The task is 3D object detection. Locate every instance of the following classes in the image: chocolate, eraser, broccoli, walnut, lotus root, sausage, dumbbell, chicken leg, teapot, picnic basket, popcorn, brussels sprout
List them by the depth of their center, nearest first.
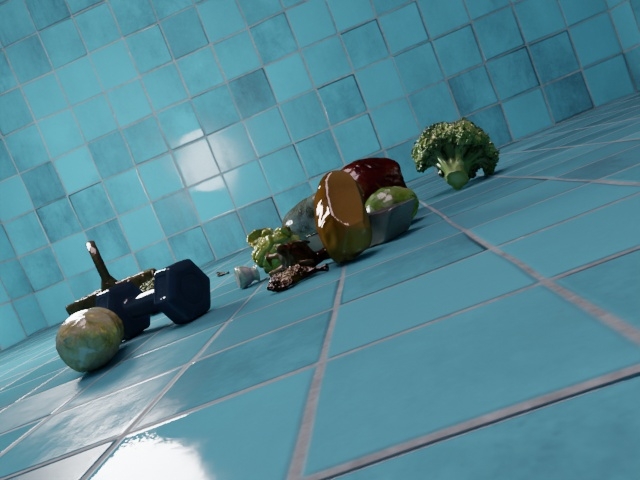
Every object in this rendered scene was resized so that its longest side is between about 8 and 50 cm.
[{"bbox_3d":[-0.508,0.217,1.281,0.134,0.134,0.309,-24,2,-17],"label":"chocolate"},{"bbox_3d":[-0.053,0.078,1.285,0.144,0.038,0.062,-24,27,-16],"label":"chicken leg"},{"bbox_3d":[0.048,-0.054,1.332,0.120,0.136,0.241,-2,45,-10],"label":"sausage"},{"bbox_3d":[-0.429,0.155,1.462,0.316,0.144,0.156,-19,6,33],"label":"dumbbell"},{"bbox_3d":[0.091,-0.018,1.474,0.111,0.078,0.352,-23,4,-44],"label":"eraser"},{"bbox_3d":[0.189,-0.088,1.550,0.155,0.118,0.155,-32,4,3],"label":"brussels sprout"},{"bbox_3d":[-0.204,0.102,1.610,0.064,0.064,0.083,-16,-29,-18],"label":"teapot"},{"bbox_3d":[-0.127,0.028,1.617,0.162,0.136,0.141,5,-18,-3],"label":"popcorn"},{"bbox_3d":[0.146,-0.124,1.775,0.268,0.244,0.222,-14,40,-20],"label":"walnut"},{"bbox_3d":[-0.544,0.185,1.901,0.120,0.130,0.131,17,-37,-11],"label":"broccoli"},{"bbox_3d":[0.459,-0.300,1.972,0.287,0.236,0.260,-16,7,17],"label":"broccoli"},{"bbox_3d":[-0.763,0.145,2.071,0.337,0.338,0.293,-24,5,-19],"label":"picnic basket"},{"bbox_3d":[-0.022,-0.082,2.127,0.349,0.175,0.175,-25,3,21],"label":"lotus root"}]

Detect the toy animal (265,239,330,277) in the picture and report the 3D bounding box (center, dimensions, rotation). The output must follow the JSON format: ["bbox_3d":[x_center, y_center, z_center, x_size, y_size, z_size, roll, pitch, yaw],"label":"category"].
[{"bbox_3d":[-0.042,0.034,1.356,0.179,0.089,0.188,-17,-16,4],"label":"toy animal"}]

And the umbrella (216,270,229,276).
[{"bbox_3d":[-0.391,0.132,2.309,0.083,0.020,0.031,-18,-33,42],"label":"umbrella"}]

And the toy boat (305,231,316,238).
[{"bbox_3d":[0.000,0.000,1.787,0.093,0.055,0.293,-21,5,-11],"label":"toy boat"}]
